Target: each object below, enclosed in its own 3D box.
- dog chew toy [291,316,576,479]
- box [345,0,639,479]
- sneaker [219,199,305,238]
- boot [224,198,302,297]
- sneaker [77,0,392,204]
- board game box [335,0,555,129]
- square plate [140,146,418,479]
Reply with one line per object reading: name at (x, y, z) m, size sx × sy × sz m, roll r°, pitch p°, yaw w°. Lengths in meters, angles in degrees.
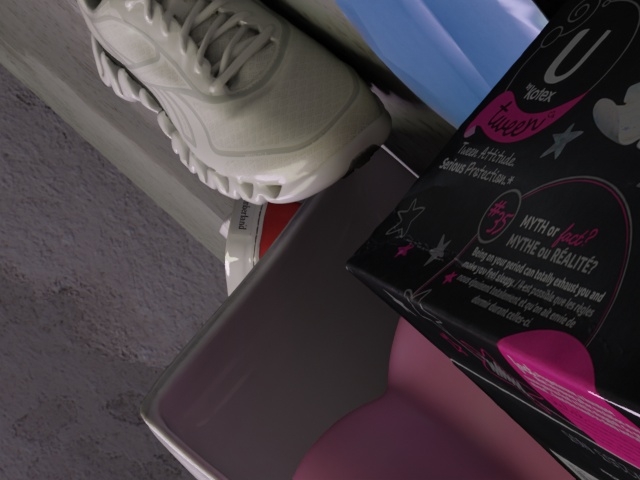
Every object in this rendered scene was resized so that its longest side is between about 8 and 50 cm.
dog chew toy at (0.078, 0.135, 0.742) m, size 0.207 × 0.332 × 0.206 m, roll 41°, pitch 174°, yaw 5°
box at (0.147, 0.025, 0.485) m, size 0.163 × 0.142 × 0.247 m, roll 43°, pitch 174°, yaw -21°
sneaker at (0.000, 0.000, 1.361) m, size 0.153 × 0.094 × 0.235 m, roll 33°, pitch 165°, yaw -3°
boot at (0.020, 0.058, 1.273) m, size 0.176 × 0.088 × 0.244 m, roll 7°, pitch 148°, yaw 4°
sneaker at (-0.073, -0.117, 0.990) m, size 0.292 × 0.110 × 0.118 m, roll 34°, pitch 161°, yaw 43°
board game box at (0.059, -0.098, 0.658) m, size 0.133 × 0.033 × 0.169 m, roll 49°, pitch 167°, yaw -17°
square plate at (0.086, 0.129, 0.965) m, size 0.347 × 0.049 × 0.344 m, roll 42°, pitch -146°, yaw -4°
